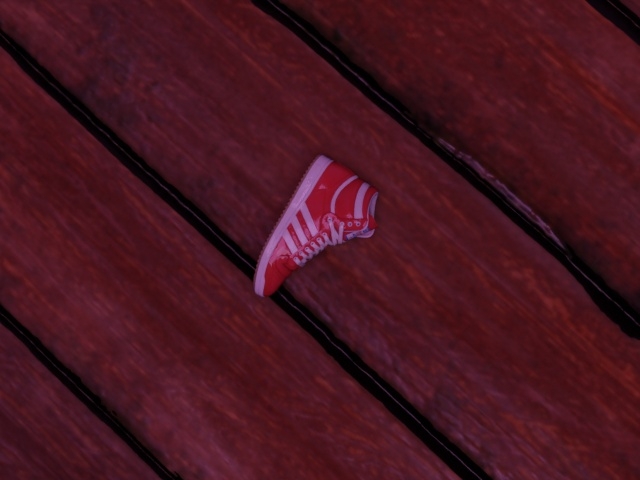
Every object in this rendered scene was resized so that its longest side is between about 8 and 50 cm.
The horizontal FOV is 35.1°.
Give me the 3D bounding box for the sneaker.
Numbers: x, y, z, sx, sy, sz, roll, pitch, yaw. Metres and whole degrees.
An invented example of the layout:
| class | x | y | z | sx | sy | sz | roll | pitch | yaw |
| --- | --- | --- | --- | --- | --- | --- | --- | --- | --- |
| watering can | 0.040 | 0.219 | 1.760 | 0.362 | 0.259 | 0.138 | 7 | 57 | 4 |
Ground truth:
| class | x | y | z | sx | sy | sz | roll | pitch | yaw |
| --- | --- | --- | --- | --- | --- | --- | --- | --- | --- |
| sneaker | 0.000 | 0.000 | 0.769 | 0.067 | 0.042 | 0.118 | 28 | 90 | 11 |
